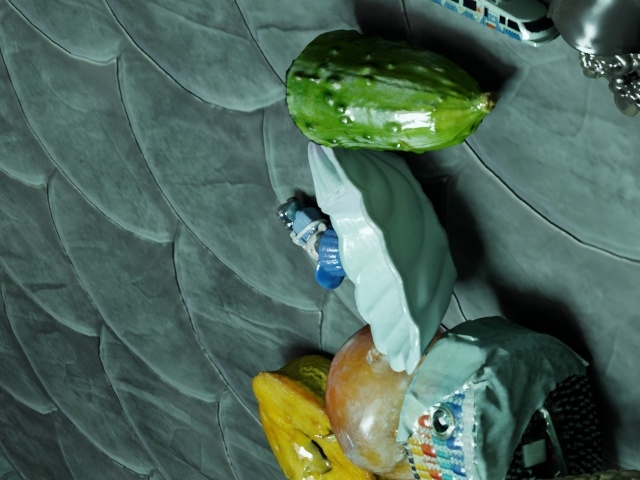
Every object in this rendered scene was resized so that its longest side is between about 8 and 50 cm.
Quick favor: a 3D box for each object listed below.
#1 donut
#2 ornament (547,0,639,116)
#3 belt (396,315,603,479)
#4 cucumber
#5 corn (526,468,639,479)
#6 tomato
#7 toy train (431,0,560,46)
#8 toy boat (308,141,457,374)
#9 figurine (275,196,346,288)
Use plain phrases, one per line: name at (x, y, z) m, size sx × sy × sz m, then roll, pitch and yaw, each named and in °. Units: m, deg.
donut at (0.008, 0.268, 2.375) m, size 0.253 × 0.118 × 0.253 m, roll 34°, pitch 145°, yaw 27°
ornament at (0.299, -0.165, 1.528) m, size 0.251 × 0.106 × 0.260 m, roll 40°, pitch 153°, yaw 28°
belt at (0.201, 0.209, 1.939) m, size 0.150 × 0.207 × 0.257 m, roll 11°, pitch 131°, yaw 48°
cucumber at (0.087, -0.149, 1.825) m, size 0.244 × 0.134 × 0.134 m, roll 10°, pitch 129°, yaw 45°
corn at (0.338, 0.288, 1.780) m, size 0.335 × 0.126 × 0.126 m, roll -10°, pitch 116°, yaw 24°
tomato at (0.088, 0.206, 2.164) m, size 0.181 × 0.155 × 0.214 m, roll 26°, pitch 142°, yaw 46°
toy train at (0.146, -0.241, 1.712) m, size 0.207 × 0.043 × 0.047 m, roll 32°, pitch 139°, yaw 35°
toy boat at (0.076, 0.003, 1.969) m, size 0.290 × 0.100 × 0.199 m, roll 65°, pitch 164°, yaw 11°
figurine at (0.007, -0.006, 2.156) m, size 0.136 × 0.079 × 0.077 m, roll 57°, pitch -178°, yaw 42°
